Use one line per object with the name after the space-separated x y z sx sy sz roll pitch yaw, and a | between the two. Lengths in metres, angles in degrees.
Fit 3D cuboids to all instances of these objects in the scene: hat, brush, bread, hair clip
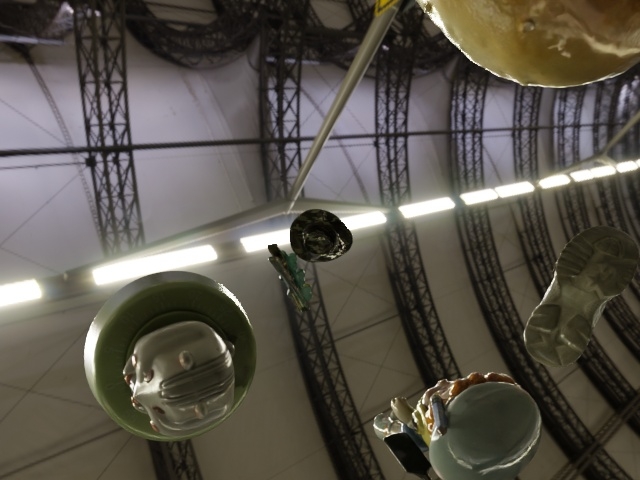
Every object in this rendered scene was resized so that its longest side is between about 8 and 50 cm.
0.000 0.000 0.942 0.121 0.121 0.050 25 -158 -7 | hat
0.191 0.440 0.962 0.063 0.016 0.193 -1 -154 -28 | brush
0.141 -0.274 0.384 0.192 0.171 0.313 -12 -94 -18 | bread
-0.049 0.063 0.877 0.049 0.172 0.049 -11 -133 12 | hair clip

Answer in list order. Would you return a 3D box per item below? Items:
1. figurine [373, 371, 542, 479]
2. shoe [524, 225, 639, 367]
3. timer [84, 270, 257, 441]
0.267 0.377 1.017 0.225 0.382 0.204 -7 -106 -16 | figurine
0.290 0.065 0.577 0.071 0.169 0.099 30 180 25 | shoe
-0.216 0.192 0.783 0.291 0.315 0.290 1 -93 -20 | timer
